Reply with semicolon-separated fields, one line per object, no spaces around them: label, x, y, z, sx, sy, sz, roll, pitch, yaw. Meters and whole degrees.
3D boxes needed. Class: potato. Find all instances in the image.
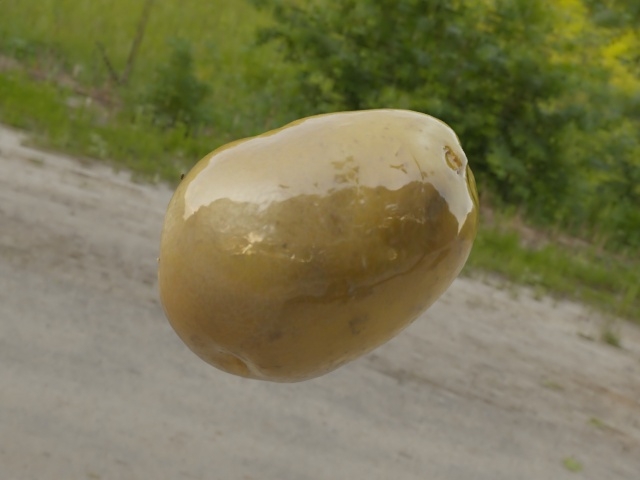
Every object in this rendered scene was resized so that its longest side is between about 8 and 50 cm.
potato;0.000;0.000;0.332;0.083;0.068;0.062;-17;50;12
